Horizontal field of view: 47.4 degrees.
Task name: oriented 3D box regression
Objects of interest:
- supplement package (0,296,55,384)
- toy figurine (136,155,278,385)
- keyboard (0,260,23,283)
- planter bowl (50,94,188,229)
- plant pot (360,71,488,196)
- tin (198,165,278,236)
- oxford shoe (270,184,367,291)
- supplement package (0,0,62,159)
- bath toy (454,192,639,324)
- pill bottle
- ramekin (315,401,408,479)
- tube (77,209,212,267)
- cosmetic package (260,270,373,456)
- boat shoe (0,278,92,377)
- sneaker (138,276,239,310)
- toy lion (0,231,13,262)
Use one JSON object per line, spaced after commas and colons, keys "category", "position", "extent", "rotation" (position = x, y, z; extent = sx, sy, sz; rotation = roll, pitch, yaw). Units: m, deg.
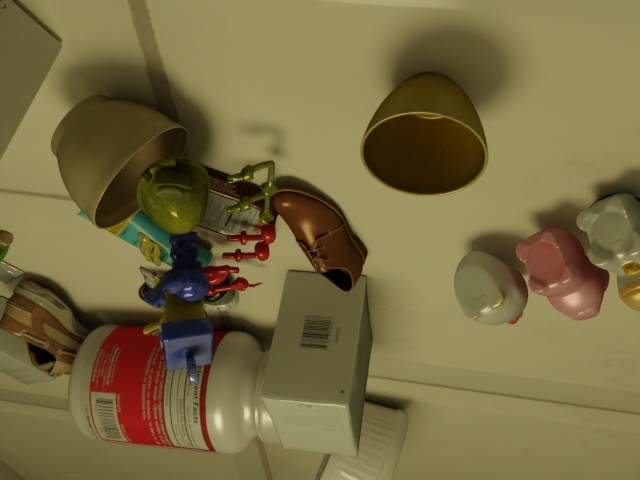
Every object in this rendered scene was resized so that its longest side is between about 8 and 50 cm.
{"category": "supplement package", "position": [-0.627, 0.209, 1.494], "extent": [0.105, 0.105, 0.179], "rotation": [-14, 140, 34]}
{"category": "toy figurine", "position": [-0.150, 0.078, 0.969], "extent": [0.191, 0.217, 0.362], "rotation": [1, 150, -11]}
{"category": "keyboard", "position": [-0.660, 0.009, 1.297], "extent": [0.256, 0.014, 0.072], "rotation": [35, 145, -31]}
{"category": "planter bowl", "position": [-0.257, -0.110, 0.895], "extent": [0.109, 0.162, 0.162], "rotation": [41, 145, 5]}
{"category": "plant pot", "position": [0.116, -0.126, 0.794], "extent": [0.134, 0.095, 0.134], "rotation": [8, 147, 5]}
{"category": "tin", "position": [-0.152, -0.054, 1.035], "extent": [0.190, 0.040, 0.106], "rotation": [19, 150, -12]}
{"category": "oxford shoe", "position": [0.000, 0.000, 1.034], "extent": [0.076, 0.076, 0.212], "rotation": [-13, 138, 34]}
{"category": "supplement package", "position": [-0.437, -0.138, 0.759], "extent": [0.175, 0.292, 0.177], "rotation": [-15, 139, 34]}
{"category": "bath toy", "position": [0.341, 0.035, 0.950], "extent": [0.129, 0.151, 0.348], "rotation": [-6, 167, -47]}
{"category": "pill bottle", "position": [-0.240, 0.280, 1.376], "extent": [0.408, 0.229, 0.229], "rotation": [1, 145, 15]}
{"category": "ramekin", "position": [0.077, 0.463, 1.538], "extent": [0.127, 0.272, 0.273], "rotation": [23, 146, 4]}
{"category": "tube", "position": [-0.267, -0.009, 1.127], "extent": [0.207, 0.052, 0.080], "rotation": [32, 130, -21]}
{"category": "cosmetic package", "position": [0.003, 0.205, 1.199], "extent": [0.138, 0.224, 0.224], "rotation": [3, 145, 11]}
{"category": "boat shoe", "position": [-0.517, 0.207, 1.428], "extent": [0.123, 0.116, 0.324], "rotation": [12, 148, 32]}
{"category": "sneaker", "position": [-0.224, 0.078, 1.227], "extent": [0.171, 0.063, 0.074], "rotation": [4, 146, 3]}
{"category": "toy lion", "position": [-0.573, 0.015, 1.201], "extent": [0.100, 0.096, 0.034], "rotation": [29, 143, -25]}
